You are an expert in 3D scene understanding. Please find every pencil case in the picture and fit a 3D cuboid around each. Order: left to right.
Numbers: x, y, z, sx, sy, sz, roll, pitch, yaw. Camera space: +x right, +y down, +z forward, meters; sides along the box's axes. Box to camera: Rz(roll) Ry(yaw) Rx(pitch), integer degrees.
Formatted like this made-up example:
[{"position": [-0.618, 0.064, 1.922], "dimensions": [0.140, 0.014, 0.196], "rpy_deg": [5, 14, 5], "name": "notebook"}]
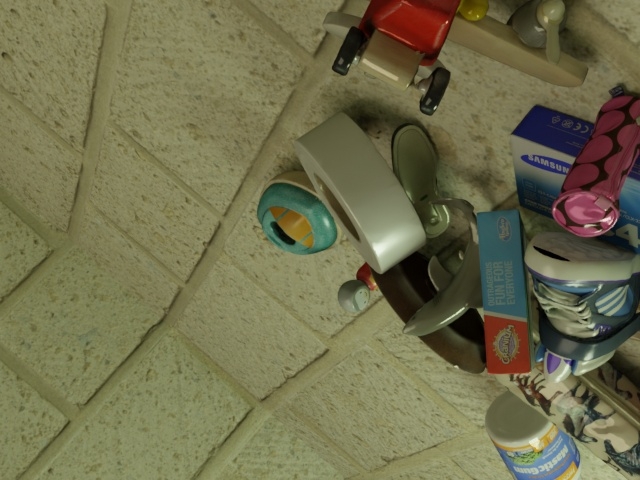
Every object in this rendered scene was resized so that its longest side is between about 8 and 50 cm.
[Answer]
[{"position": [0.486, 0.281, 2.068], "dimensions": [0.410, 0.160, 0.183], "rpy_deg": [39, 152, 4], "name": "pencil case"}, {"position": [0.382, -0.103, 1.502], "dimensions": [0.095, 0.209, 0.098], "rpy_deg": [44, 146, -20], "name": "pencil case"}]

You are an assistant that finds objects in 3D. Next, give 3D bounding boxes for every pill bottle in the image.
[{"position": [0.461, 0.446, 2.397], "dimensions": [0.152, 0.152, 0.272], "rpy_deg": [13, 144, 46], "name": "pill bottle"}]

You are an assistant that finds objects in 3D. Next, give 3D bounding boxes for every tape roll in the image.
[{"position": [0.068, -0.083, 2.010], "dimensions": [0.286, 0.100, 0.286], "rpy_deg": [55, 175, 7], "name": "tape roll"}]

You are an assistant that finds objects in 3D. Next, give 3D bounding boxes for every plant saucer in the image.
[{"position": [0.216, 0.116, 2.138], "dimensions": [0.311, 0.050, 0.310], "rpy_deg": [38, -160, -17], "name": "plant saucer"}]

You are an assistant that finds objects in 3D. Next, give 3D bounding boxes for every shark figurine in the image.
[{"position": [0.255, 0.054, 1.933], "dimensions": [0.116, 0.166, 0.278], "rpy_deg": [-127, 45, -57], "name": "shark figurine"}]

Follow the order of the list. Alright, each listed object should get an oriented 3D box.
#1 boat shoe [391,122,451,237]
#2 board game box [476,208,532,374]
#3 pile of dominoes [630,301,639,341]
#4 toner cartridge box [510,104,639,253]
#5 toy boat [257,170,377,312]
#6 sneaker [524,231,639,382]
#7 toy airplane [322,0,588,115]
[{"position": [0.161, -0.110, 1.984], "dimensions": [0.079, 0.084, 0.233], "rpy_deg": [51, 166, 50], "name": "boat shoe"}, {"position": [0.296, 0.087, 1.794], "dimensions": [0.064, 0.242, 0.316], "rpy_deg": [-4, 173, 11], "name": "board game box"}, {"position": [0.487, 0.085, 1.912], "dimensions": [0.251, 0.040, 0.196], "rpy_deg": [15, 146, 31], "name": "pile of dominoes"}, {"position": [0.446, -0.065, 1.638], "dimensions": [0.348, 0.075, 0.165], "rpy_deg": [25, 151, 32], "name": "toner cartridge box"}, {"position": [0.000, 0.000, 2.321], "dimensions": [0.318, 0.148, 0.267], "rpy_deg": [42, 156, -2], "name": "toy boat"}, {"position": [0.375, 0.115, 1.689], "dimensions": [0.130, 0.236, 0.323], "rpy_deg": [25, -164, 32], "name": "sneaker"}, {"position": [0.129, -0.328, 1.495], "dimensions": [0.386, 0.272, 0.384], "rpy_deg": [13, -164, -48], "name": "toy airplane"}]
